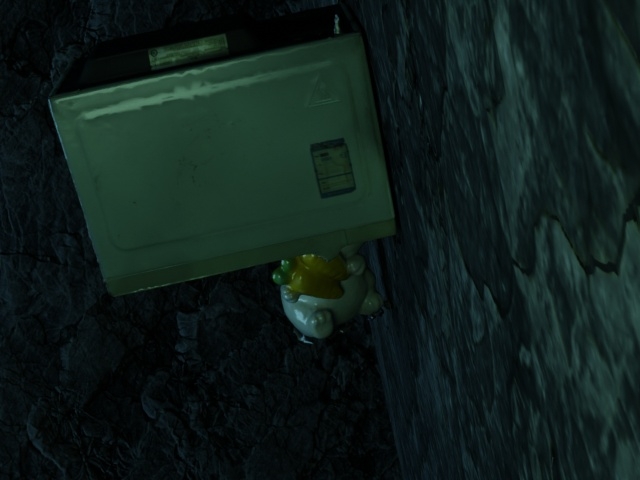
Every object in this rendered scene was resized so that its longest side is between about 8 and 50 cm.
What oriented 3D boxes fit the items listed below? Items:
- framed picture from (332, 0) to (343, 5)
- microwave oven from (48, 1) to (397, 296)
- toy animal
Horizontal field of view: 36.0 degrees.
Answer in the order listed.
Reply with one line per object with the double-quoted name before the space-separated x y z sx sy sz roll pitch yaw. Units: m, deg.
"framed picture" 0.012 -0.366 1.304 0.109 0.011 0.149 79 178 -83
"microwave oven" -0.110 -0.123 1.198 0.218 0.354 0.286 -102 -1 -66
"toy animal" 0.004 0.002 1.660 0.247 0.182 0.310 -103 1 -66
